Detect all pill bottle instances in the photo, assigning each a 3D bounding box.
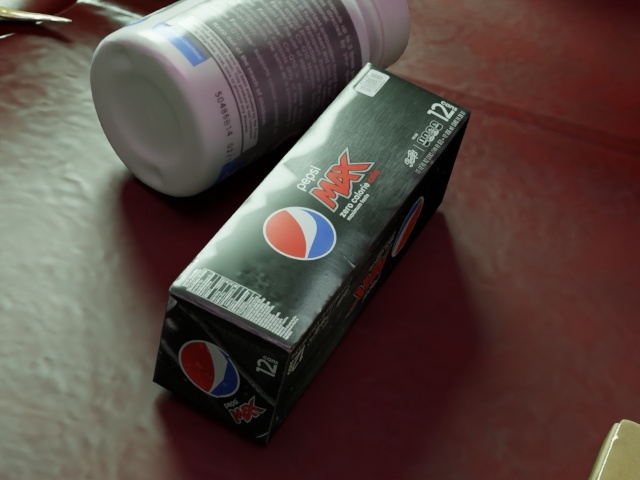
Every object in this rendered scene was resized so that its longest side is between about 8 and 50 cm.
[{"bbox_3d":[-0.028,-0.081,0.662,0.078,0.078,0.137,39,51,24],"label":"pill bottle"}]

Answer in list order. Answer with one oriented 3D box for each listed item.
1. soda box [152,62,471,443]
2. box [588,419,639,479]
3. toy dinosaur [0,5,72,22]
[{"bbox_3d":[0.000,0.000,0.602,0.053,0.060,0.169,28,46,12],"label":"soda box"},{"bbox_3d":[0.147,0.166,0.500,0.164,0.021,0.201,24,46,11],"label":"box"},{"bbox_3d":[-0.212,-0.136,0.685,0.183,0.053,0.092,28,11,-39],"label":"toy dinosaur"}]
